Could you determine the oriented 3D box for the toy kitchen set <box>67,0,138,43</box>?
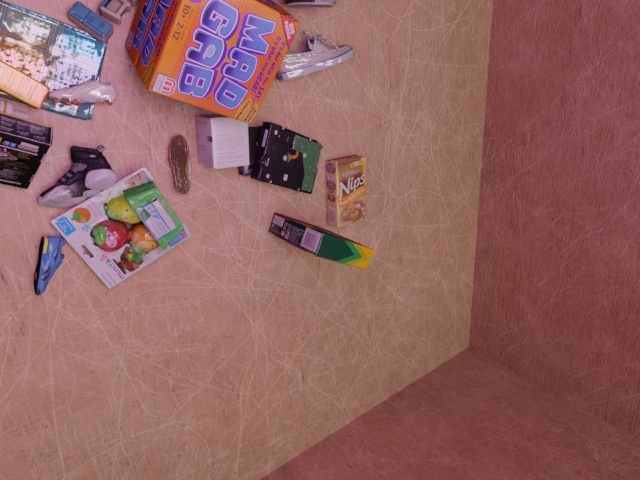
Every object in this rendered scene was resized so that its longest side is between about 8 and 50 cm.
[{"bbox_3d":[-0.646,-0.740,1.441,0.122,0.166,0.207,33,72,-15],"label":"toy kitchen set"}]

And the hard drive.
[{"bbox_3d":[-0.135,-0.339,2.025,0.339,0.064,0.237,7,98,-51],"label":"hard drive"}]

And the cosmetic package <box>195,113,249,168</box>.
[{"bbox_3d":[-0.369,-0.378,1.814,0.151,0.151,0.184,-14,114,-34],"label":"cosmetic package"}]

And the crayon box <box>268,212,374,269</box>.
[{"bbox_3d":[0.000,0.000,2.109,0.313,0.363,0.106,16,96,-41],"label":"crayon box"}]

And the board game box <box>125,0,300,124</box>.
[{"bbox_3d":[-0.353,-0.649,1.519,0.356,0.356,0.356,9,123,-40],"label":"board game box"}]

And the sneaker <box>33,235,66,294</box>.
[{"bbox_3d":[-0.907,0.087,1.617,0.082,0.069,0.209,9,101,-44],"label":"sneaker"}]

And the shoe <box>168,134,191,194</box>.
[{"bbox_3d":[-0.522,-0.284,1.798,0.076,0.058,0.219,-1,105,-6],"label":"shoe"}]

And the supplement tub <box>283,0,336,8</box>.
[{"bbox_3d":[-0.040,-1.053,1.784,0.207,0.207,0.338,-14,115,-34],"label":"supplement tub"}]

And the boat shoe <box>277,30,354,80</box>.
[{"bbox_3d":[-0.030,-0.777,1.960,0.367,0.136,0.157,-24,118,-19],"label":"boat shoe"}]

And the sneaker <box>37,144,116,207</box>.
[{"bbox_3d":[-0.801,-0.213,1.568,0.268,0.153,0.101,-22,164,5],"label":"sneaker"}]

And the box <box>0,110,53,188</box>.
[{"bbox_3d":[-0.954,-0.268,1.333,0.322,0.257,0.079,12,55,-40],"label":"box"}]

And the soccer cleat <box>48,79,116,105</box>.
[{"bbox_3d":[-0.739,-0.462,1.496,0.196,0.068,0.076,-10,97,-36],"label":"soccer cleat"}]

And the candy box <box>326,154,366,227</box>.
[{"bbox_3d":[0.125,-0.237,2.302,0.182,0.087,0.317,-17,117,-33],"label":"candy box"}]

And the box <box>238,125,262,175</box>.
[{"bbox_3d":[-0.253,-0.373,1.979,0.184,0.045,0.191,-16,116,-38],"label":"box"}]

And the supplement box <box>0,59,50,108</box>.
[{"bbox_3d":[-0.904,-0.464,1.360,0.233,0.080,0.078,27,87,-37],"label":"supplement box"}]

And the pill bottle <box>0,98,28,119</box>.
[{"bbox_3d":[-0.964,-0.358,1.369,0.215,0.117,0.117,13,98,-41],"label":"pill bottle"}]

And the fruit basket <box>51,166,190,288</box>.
[{"bbox_3d":[-0.679,-0.035,1.691,0.353,0.165,0.327,-37,126,-18],"label":"fruit basket"}]

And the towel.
[{"bbox_3d":[-0.853,-0.539,1.443,0.370,0.040,0.272,10,100,-40],"label":"towel"}]
